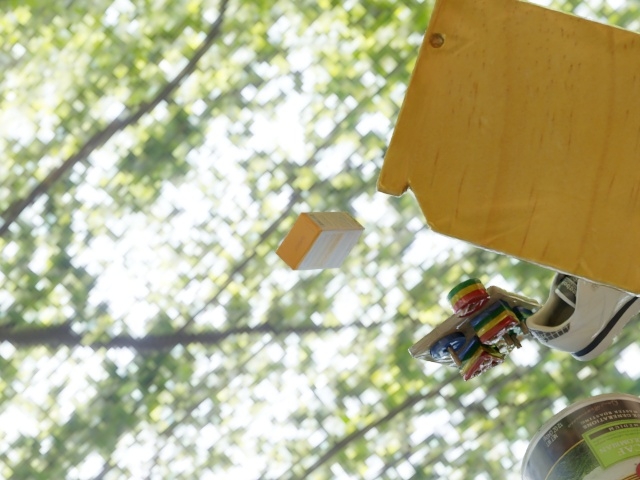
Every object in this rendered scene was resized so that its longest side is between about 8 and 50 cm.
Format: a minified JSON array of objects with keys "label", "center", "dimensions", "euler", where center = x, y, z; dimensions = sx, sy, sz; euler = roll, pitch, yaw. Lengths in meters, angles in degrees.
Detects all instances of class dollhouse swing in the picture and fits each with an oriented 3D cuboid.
[{"label":"dollhouse swing","center":[0.281,-0.109,1.734],"dimensions":[0.347,0.315,0.305],"euler":[17,176,12]}]

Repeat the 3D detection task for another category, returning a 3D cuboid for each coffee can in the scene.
[{"label":"coffee can","center":[0.382,0.344,1.993],"dimensions":[0.202,0.201,0.275],"euler":[26,-160,-30]}]

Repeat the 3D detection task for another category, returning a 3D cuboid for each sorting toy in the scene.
[{"label":"sorting toy","center":[0.198,0.119,1.980],"dimensions":[0.274,0.132,0.046],"euler":[19,-143,-58]}]

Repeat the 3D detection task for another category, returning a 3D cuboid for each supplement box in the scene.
[{"label":"supplement box","center":[0.000,0.000,1.926],"dimensions":[0.036,0.062,0.098],"euler":[44,-157,25]}]

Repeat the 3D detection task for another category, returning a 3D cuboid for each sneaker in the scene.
[{"label":"sneaker","center":[0.336,0.033,1.916],"dimensions":[0.095,0.235,0.090],"euler":[26,-167,-31]}]
